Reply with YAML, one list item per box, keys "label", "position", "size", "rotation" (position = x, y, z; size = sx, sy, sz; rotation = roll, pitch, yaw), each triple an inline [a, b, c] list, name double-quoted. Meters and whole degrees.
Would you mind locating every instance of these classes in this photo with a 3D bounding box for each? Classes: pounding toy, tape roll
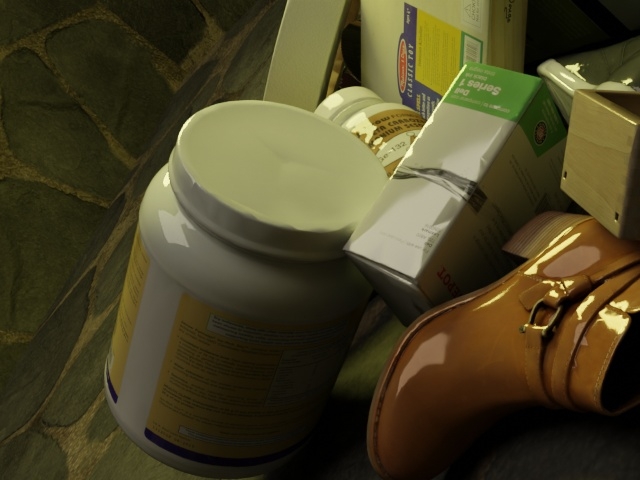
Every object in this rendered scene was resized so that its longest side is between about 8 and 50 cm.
- label: "pounding toy"
  position: [0.291, -0.038, 0.771]
  size: [0.206, 0.181, 0.094]
  rotation: [-110, 23, -70]
- label: "tape roll"
  position: [0.000, -0.280, 1.512]
  size: [0.392, 0.072, 0.391]
  rotation: [16, -90, -87]

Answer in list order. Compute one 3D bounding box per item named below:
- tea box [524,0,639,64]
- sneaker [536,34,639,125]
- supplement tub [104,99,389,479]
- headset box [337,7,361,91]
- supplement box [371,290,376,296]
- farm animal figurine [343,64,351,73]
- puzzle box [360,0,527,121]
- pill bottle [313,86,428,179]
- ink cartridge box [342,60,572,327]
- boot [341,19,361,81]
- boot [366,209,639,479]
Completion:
- label: "tea box"
  position: [0.311, -0.411, 1.257]
  size: [0.329, 0.220, 0.323]
  rotation: [-56, 19, -14]
- label: "sneaker"
  position: [0.299, -0.151, 1.004]
  size: [0.147, 0.104, 0.296]
  rotation: [-36, 12, 2]
- label: "supplement tub"
  position: [-0.076, 0.052, 1.110]
  size: [0.241, 0.241, 0.331]
  rotation: [-77, 6, -53]
- label: "headset box"
  position: [0.034, -0.331, 1.967]
  size: [0.293, 0.110, 0.218]
  rotation: [-42, 21, 28]
- label: "supplement box"
  position: [0.000, 0.000, 1.372]
  size: [0.191, 0.129, 0.194]
  rotation: [-43, 19, 23]
- label: "farm animal figurine"
  position: [0.172, -0.382, 1.638]
  size: [0.330, 0.172, 0.326]
  rotation: [147, 139, -78]
- label: "puzzle box"
  position: [0.127, -0.291, 1.194]
  size: [0.052, 0.408, 0.272]
  rotation: [-15, 32, -23]
- label: "pill bottle"
  position: [0.079, -0.074, 1.196]
  size: [0.131, 0.131, 0.229]
  rotation: [-49, 42, 9]
- label: "ink cartridge box"
  position: [0.136, -0.025, 1.007]
  size: [0.093, 0.160, 0.219]
  rotation: [24, 72, 38]
- label: "boot"
  position: [0.108, -0.254, 1.452]
  size: [0.077, 0.198, 0.137]
  rotation: [29, 74, 33]
- label: "boot"
  position: [0.166, 0.104, 0.839]
  size: [0.283, 0.109, 0.220]
  rotation: [-45, 21, -4]
